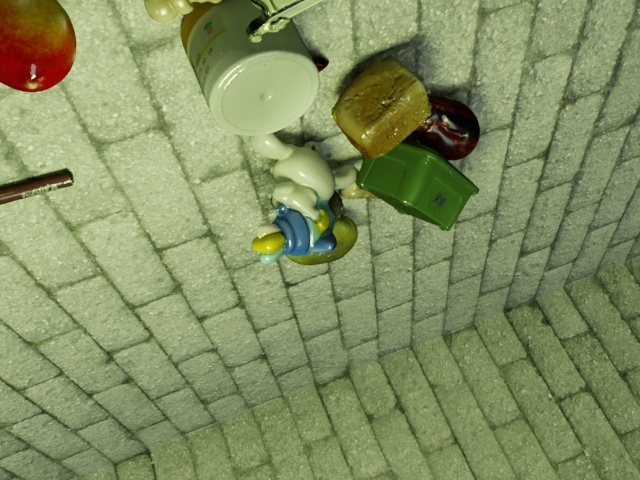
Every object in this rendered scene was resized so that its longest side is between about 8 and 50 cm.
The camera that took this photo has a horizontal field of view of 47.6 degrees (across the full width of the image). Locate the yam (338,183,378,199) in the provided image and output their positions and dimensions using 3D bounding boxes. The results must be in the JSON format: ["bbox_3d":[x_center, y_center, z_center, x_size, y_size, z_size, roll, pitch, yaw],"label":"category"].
[{"bbox_3d":[0.209,-0.155,2.243,0.357,0.081,0.081,0,142,-39],"label":"yam"}]

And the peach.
[{"bbox_3d":[-0.535,-0.355,1.309,0.198,0.197,0.197,-17,149,-11],"label":"peach"}]

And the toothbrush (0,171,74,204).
[{"bbox_3d":[-0.762,-0.100,1.701,0.364,0.040,0.040,-16,149,-11],"label":"toothbrush"}]

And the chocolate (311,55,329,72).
[{"bbox_3d":[-0.036,-0.397,1.689,0.086,0.028,0.182,-36,177,19],"label":"chocolate"}]

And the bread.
[{"bbox_3d":[0.154,-0.342,1.827,0.246,0.176,0.195,-41,159,1],"label":"bread"}]

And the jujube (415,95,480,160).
[{"bbox_3d":[0.340,-0.315,2.013,0.168,0.168,0.236,-39,143,24],"label":"jujube"}]

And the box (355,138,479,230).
[{"bbox_3d":[0.265,-0.163,2.066,0.329,0.253,0.177,29,89,-50],"label":"box"}]

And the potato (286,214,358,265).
[{"bbox_3d":[0.000,-0.001,2.270,0.228,0.148,0.197,4,135,-46],"label":"potato"}]

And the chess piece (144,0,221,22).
[{"bbox_3d":[-0.263,-0.486,1.412,0.171,0.094,0.094,-21,150,11],"label":"chess piece"}]

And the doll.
[{"bbox_3d":[-0.057,-0.094,1.940,0.376,0.365,0.187,14,166,-27],"label":"doll"}]

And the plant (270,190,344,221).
[{"bbox_3d":[-0.041,-0.088,2.131,0.203,0.142,0.131,-23,160,-18],"label":"plant"}]

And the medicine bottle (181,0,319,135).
[{"bbox_3d":[-0.148,-0.375,1.507,0.238,0.231,0.237,-17,148,-11],"label":"medicine bottle"}]

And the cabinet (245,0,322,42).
[{"bbox_3d":[-0.052,-0.558,1.235,0.318,0.289,0.227,-26,147,8],"label":"cabinet"}]
